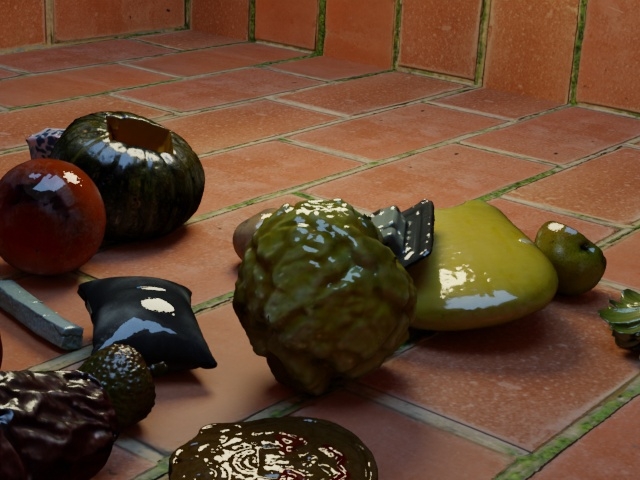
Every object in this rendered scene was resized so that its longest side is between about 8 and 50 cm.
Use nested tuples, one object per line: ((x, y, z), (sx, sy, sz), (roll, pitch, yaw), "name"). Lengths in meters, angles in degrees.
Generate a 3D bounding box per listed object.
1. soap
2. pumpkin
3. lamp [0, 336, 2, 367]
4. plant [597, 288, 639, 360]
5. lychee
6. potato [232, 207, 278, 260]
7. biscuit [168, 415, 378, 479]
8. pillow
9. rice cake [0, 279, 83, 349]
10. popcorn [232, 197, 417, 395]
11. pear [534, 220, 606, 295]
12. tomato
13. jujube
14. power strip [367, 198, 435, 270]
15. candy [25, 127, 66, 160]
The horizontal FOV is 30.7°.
((0.238, 0.051, 2.005), (0.306, 0.115, 0.427), (-4, 20, -2), "soap")
((-0.376, -0.127, 2.278), (0.320, 0.192, 0.320), (20, 24, -10), "pumpkin")
((-0.528, 0.151, 1.513), (0.227, 0.227, 0.227), (3, 19, -1), "lamp")
((0.614, 0.088, 1.876), (0.306, 0.297, 0.261), (-1, -18, 40), "plant")
((-0.271, 0.194, 1.555), (0.146, 0.114, 0.114), (-23, 26, -12), "lychee")
((-0.104, -0.001, 2.142), (0.112, 0.112, 0.147), (7, 17, 12), "potato")
((-0.058, 0.286, 1.423), (0.257, 0.049, 0.273), (1, 18, -4), "biscuit")
((-0.264, 0.124, 1.761), (0.186, 0.106, 0.250), (4, 20, -19), "pillow")
((-0.455, 0.115, 1.850), (0.045, 0.042, 0.245), (1, 17, -42), "rice cake")
((0.004, 0.070, 1.700), (0.247, 0.282, 0.282), (-25, 17, 10), "popcorn")
((0.432, 0.041, 2.075), (0.141, 0.104, 0.141), (33, -13, 9), "pear")
((-0.478, -0.041, 2.039), (0.208, 0.208, 0.184), (0, 0, -9), "tomato")
((-0.380, 0.234, 1.324), (0.216, 0.216, 0.342), (15, 15, 31), "jujube")
((0.068, 0.017, 1.967), (0.251, 0.092, 0.257), (-36, 15, 18), "power strip")
((-0.544, -0.151, 2.413), (0.092, 0.160, 0.073), (7, 23, 25), "candy")
